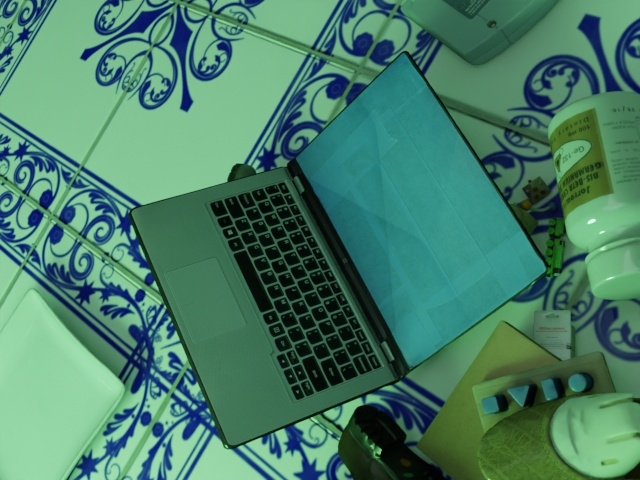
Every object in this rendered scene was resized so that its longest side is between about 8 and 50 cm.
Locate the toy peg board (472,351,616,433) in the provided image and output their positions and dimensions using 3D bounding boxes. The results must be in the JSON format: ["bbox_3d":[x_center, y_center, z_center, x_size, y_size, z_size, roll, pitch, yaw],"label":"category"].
[{"bbox_3d":[0.260,0.223,0.925,0.161,0.079,0.160,-21,73,24],"label":"toy peg board"}]

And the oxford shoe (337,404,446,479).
[{"bbox_3d":[0.103,0.325,1.045,0.227,0.083,0.096,50,123,33],"label":"oxford shoe"}]

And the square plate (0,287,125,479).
[{"bbox_3d":[-0.514,0.310,1.445,0.347,0.049,0.344,34,91,36],"label":"square plate"}]

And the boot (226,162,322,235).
[{"bbox_3d":[-0.065,-0.016,1.285,0.161,0.083,0.246,-9,67,16],"label":"boot"}]

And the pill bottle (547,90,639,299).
[{"bbox_3d":[0.358,-0.052,0.984,0.131,0.131,0.229,-16,64,26],"label":"pill bottle"}]

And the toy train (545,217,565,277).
[{"bbox_3d":[0.307,0.010,1.064,0.024,0.017,0.083,4,74,22],"label":"toy train"}]

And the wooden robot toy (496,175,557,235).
[{"bbox_3d":[0.241,-0.021,1.078,0.076,0.079,0.173,32,90,36],"label":"wooden robot toy"}]

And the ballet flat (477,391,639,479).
[{"bbox_3d":[0.334,0.199,0.809,0.343,0.124,0.116,3,58,-3],"label":"ballet flat"}]

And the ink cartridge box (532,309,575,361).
[{"bbox_3d":[0.292,0.131,1.018,0.048,0.028,0.083,-3,71,29],"label":"ink cartridge box"}]

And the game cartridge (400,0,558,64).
[{"bbox_3d":[0.280,-0.410,1.221,0.294,0.060,0.196,-47,51,9],"label":"game cartridge"}]

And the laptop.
[{"bbox_3d":[0.000,0.000,1.088,0.408,0.236,0.382,-18,64,-22],"label":"laptop"}]

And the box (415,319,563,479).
[{"bbox_3d":[0.234,0.224,0.998,0.164,0.021,0.201,37,100,29],"label":"box"}]
